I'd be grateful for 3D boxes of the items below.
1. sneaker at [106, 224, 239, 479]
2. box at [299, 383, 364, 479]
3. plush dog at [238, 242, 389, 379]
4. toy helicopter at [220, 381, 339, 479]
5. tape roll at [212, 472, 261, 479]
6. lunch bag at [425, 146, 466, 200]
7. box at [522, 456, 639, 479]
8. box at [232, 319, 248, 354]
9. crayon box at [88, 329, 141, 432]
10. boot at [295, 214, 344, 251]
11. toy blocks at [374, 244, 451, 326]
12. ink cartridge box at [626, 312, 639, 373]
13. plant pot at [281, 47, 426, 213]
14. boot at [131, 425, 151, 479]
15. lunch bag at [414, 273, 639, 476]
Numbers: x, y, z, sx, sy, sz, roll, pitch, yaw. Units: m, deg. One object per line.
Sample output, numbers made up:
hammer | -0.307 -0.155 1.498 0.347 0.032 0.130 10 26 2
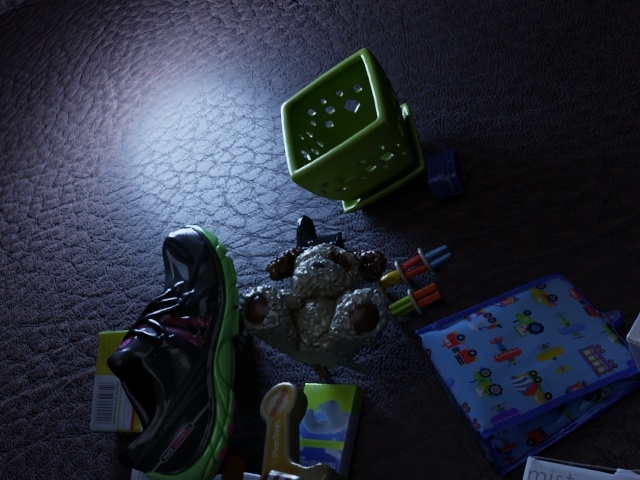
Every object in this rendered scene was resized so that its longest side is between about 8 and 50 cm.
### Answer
sneaker | -0.249 0.165 1.303 0.185 0.202 0.482 120 152 -47
box | 0.007 0.337 1.333 0.109 0.042 0.178 -5 56 30
plush dog | 0.008 0.107 1.392 0.263 0.210 0.225 1 55 14
toy helicopter | -0.076 0.384 1.225 0.235 0.140 0.355 -28 36 23
tape roll | -0.151 0.571 1.246 0.392 0.072 0.391 -16 52 22
lunch bag | 0.246 -0.128 1.496 0.065 0.067 0.098 -18 51 21
box | 0.395 0.373 0.936 0.262 0.231 0.126 3 60 33
box | -0.196 0.192 1.555 0.083 0.052 0.062 -4 56 28
crayon box | -0.297 0.275 1.504 0.319 0.081 0.202 -6 74 29
boot | 0.000 -0.001 1.576 0.099 0.045 0.121 -9 61 29
toy blocks | 0.178 0.075 1.404 0.148 0.054 0.123 -30 47 11
ink cartridge box | 0.504 0.131 1.058 0.086 0.203 0.148 23 72 40
plant pot | 0.075 -0.200 1.545 0.228 0.207 0.227 -29 47 23
boot | -0.250 0.330 1.357 0.123 0.095 0.258 -1 79 32
lunch bag | 0.334 0.180 1.197 0.293 0.138 0.221 -29 45 -1
